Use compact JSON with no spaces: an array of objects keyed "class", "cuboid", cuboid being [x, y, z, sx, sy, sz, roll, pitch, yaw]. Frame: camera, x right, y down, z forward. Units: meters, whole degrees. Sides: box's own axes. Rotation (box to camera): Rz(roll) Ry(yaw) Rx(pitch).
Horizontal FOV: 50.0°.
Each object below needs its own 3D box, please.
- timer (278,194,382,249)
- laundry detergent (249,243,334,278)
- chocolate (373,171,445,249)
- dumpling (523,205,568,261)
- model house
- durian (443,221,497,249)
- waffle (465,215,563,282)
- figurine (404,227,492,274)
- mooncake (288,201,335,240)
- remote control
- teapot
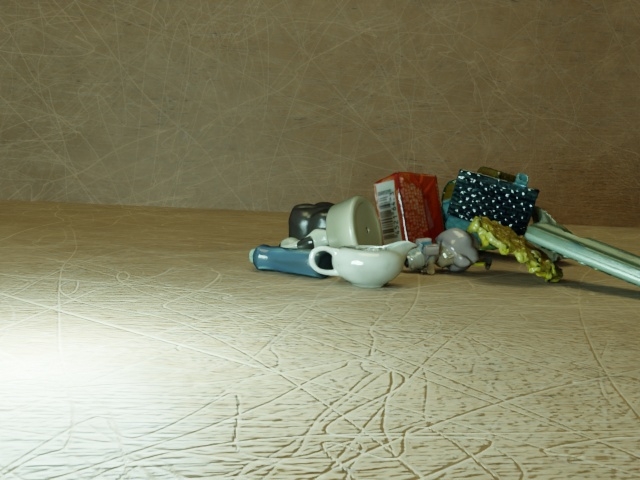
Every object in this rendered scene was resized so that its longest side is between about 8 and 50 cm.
[{"class":"timer","cuboid":[0.000,0.000,1.692,0.266,0.175,0.175,-12,-2,28]},{"class":"laundry detergent","cuboid":[-0.075,0.042,1.509,0.206,0.061,0.096,6,9,29]},{"class":"chocolate","cuboid":[0.258,-0.069,1.961,0.108,0.238,0.234,-12,-4,37]},{"class":"dumpling","cuboid":[0.652,-0.020,1.994,0.142,0.173,0.247,-18,6,3]},{"class":"model house","cuboid":[0.493,-0.144,2.010,0.261,0.226,0.241,16,-33,10]},{"class":"durian","cuboid":[0.407,0.000,2.159,0.394,0.163,0.198,0,44,11]},{"class":"waffle","cuboid":[0.448,0.012,1.620,0.280,0.060,0.262,21,15,-34]},{"class":"figurine","cuboid":[0.301,0.028,1.658,0.228,0.112,0.137,-8,13,-13]},{"class":"mooncake","cuboid":[0.016,-0.039,2.048,0.244,0.133,0.245,1,13,0]},{"class":"remote control","cuboid":[0.627,0.036,1.535,0.128,0.066,0.335,10,13,-47]},{"class":"teapot","cuboid":[0.087,0.047,1.400,0.226,0.092,0.145,0,4,-16]}]
